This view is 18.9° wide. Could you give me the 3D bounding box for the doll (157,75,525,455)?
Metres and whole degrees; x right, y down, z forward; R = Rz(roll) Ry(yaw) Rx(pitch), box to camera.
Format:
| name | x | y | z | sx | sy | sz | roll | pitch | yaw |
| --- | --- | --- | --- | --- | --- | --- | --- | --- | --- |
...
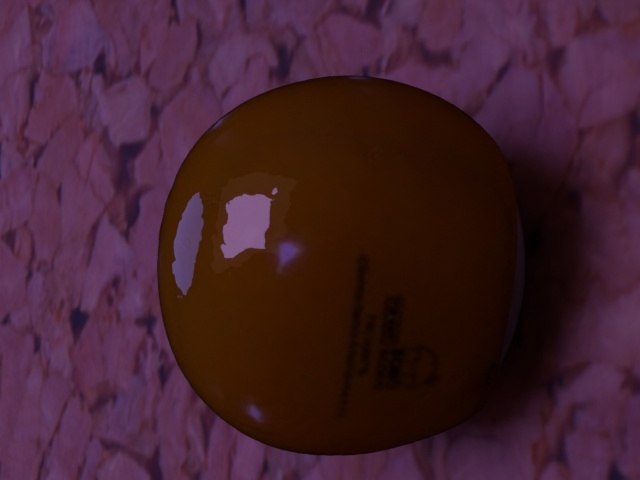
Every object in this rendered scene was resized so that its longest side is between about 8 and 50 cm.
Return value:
| name | x | y | z | sx | sy | sz | roll | pitch | yaw |
| --- | --- | --- | --- | --- | --- | --- | --- | --- | --- |
| doll | 0.000 | 0.000 | 1.063 | 0.213 | 0.213 | 0.236 | -67 | 27 | 19 |
